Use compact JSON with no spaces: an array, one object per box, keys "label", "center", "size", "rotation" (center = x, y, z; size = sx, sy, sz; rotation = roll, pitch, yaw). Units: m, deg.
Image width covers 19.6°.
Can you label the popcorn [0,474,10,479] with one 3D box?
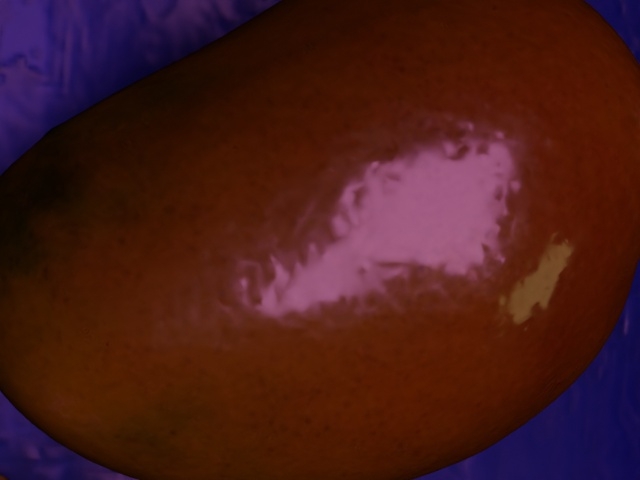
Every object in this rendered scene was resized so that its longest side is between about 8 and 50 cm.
[{"label":"popcorn","center":[-0.129,0.162,0.640],"size":[0.163,0.140,0.194],"rotation":[-3,86,-8]}]

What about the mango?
[{"label":"mango","center":[0.006,0.005,0.663],"size":[0.254,0.139,0.175],"rotation":[-30,91,-4]}]
